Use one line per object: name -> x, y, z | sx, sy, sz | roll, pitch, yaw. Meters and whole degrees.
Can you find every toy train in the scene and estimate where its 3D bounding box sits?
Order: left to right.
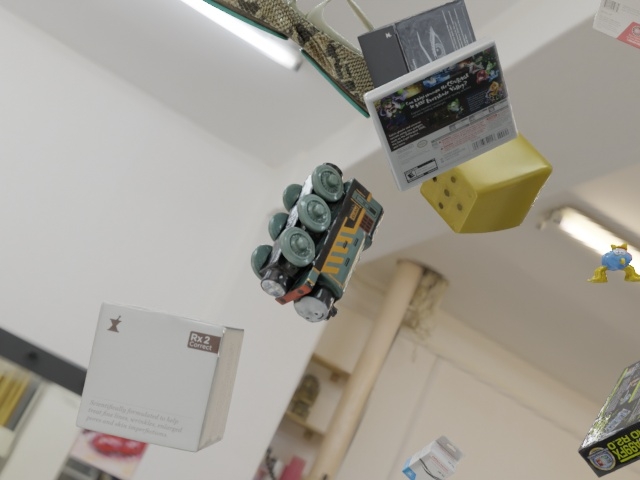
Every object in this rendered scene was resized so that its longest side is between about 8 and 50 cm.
toy train -> 0.000, 0.000, 1.851 | 0.190, 0.334, 0.142 | 40, -42, -18

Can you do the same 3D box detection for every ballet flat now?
ballet flat -> -0.024, -0.448, 1.983 | 0.483, 0.182, 0.164 | 33, 13, -13

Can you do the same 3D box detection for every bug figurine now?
bug figurine -> 0.599, 0.035, 1.706 | 0.279, 0.072, 0.216 | -2, -4, -1

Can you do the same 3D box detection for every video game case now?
video game case -> 0.171, -0.172, 1.340 | 0.022, 0.190, 0.173 | -115, 180, -48

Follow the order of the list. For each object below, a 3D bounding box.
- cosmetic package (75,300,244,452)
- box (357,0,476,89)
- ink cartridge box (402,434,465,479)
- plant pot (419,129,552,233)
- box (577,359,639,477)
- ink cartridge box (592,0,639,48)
cosmetic package -> -0.190, 0.165, 1.191 | 0.151, 0.151, 0.184 | 11, -6, 5
box -> 0.193, -0.355, 1.835 | 0.108, 0.207, 0.153 | -4, -72, 52
ink cartridge box -> 0.164, 0.323, 1.397 | 0.048, 0.028, 0.083 | 43, -57, -3
plant pot -> 0.350, -0.135, 2.158 | 0.212, 0.187, 0.212 | 51, -33, 24
box -> 0.558, 0.254, 1.579 | 0.060, 0.270, 0.216 | 50, -49, 2
ink cartridge box -> 0.539, -0.428, 1.592 | 0.115, 0.067, 0.198 | 40, -50, 41
